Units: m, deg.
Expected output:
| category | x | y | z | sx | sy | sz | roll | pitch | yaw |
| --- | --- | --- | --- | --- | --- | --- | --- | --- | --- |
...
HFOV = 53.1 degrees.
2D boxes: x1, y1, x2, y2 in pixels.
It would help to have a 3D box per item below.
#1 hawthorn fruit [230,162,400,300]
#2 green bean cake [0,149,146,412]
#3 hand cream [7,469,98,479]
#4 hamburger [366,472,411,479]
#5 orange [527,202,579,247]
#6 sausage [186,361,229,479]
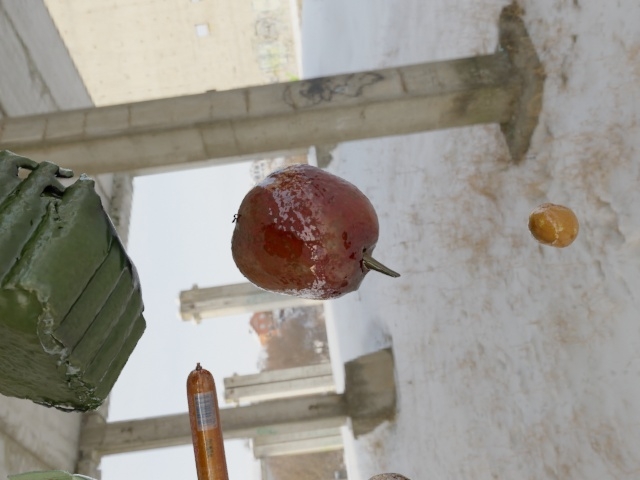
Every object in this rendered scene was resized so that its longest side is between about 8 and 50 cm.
| category | x | y | z | sx | sy | sz | roll | pitch | yaw |
| --- | --- | --- | --- | --- | --- | --- | --- | --- | --- |
| hawthorn fruit | 0.000 | 0.000 | 1.310 | 0.284 | 0.369 | 0.284 | -46 | -33 | -42 |
| green bean cake | -0.419 | 0.055 | 0.857 | 0.319 | 0.335 | 0.218 | 99 | -170 | -51 |
| hand cream | -0.306 | 0.412 | 0.958 | 0.306 | 0.147 | 0.093 | 48 | -139 | -31 |
| hamburger | 0.205 | 0.817 | 1.907 | 0.245 | 0.261 | 0.211 | -39 | -64 | -47 |
| orange | 0.379 | -0.025 | 1.042 | 0.083 | 0.084 | 0.070 | -96 | 17 | -81 |
| sausage | -0.186 | 0.378 | 1.090 | 0.053 | 0.053 | 0.347 | -90 | -8 | -88 |
